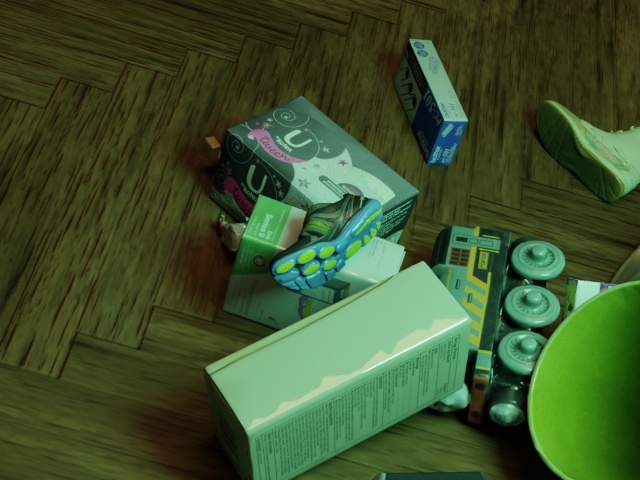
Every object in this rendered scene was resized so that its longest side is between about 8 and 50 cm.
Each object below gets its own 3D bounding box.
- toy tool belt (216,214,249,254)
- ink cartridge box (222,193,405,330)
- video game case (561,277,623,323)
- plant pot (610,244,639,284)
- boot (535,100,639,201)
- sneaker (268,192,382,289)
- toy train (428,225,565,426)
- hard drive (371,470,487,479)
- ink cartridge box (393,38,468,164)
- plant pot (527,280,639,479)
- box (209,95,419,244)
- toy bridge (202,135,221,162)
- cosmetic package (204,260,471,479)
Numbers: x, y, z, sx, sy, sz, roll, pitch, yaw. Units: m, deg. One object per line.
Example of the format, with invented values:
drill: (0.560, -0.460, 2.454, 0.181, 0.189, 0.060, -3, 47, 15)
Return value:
toy tool belt: (-0.112, -0.008, 1.951, 0.051, 0.052, 0.083, 1, 18, -22)
ink cartridge box: (-0.010, 0.051, 1.845, 0.212, 0.154, 0.093, 19, 45, -1)
video game case: (0.434, 0.166, 1.865, 0.232, 0.210, 0.042, 8, 3, -13)
plant pot: (0.594, 0.061, 2.010, 0.229, 0.263, 0.263, 44, 45, 2)
boot: (0.477, -0.168, 2.307, 0.165, 0.077, 0.213, -22, 61, -35)
sneaker: (0.000, 0.000, 1.754, 0.078, 0.067, 0.188, 25, 48, 34)
toy train: (0.230, 0.114, 1.891, 0.190, 0.142, 0.334, 8, 44, 8)
hard drive: (0.140, 0.380, 1.614, 0.172, 0.054, 0.255, 0, 45, -3)
ink cartridge box: (0.178, -0.228, 2.246, 0.046, 0.097, 0.207, 0, 45, -19)
plant pot: (0.457, 0.235, 1.733, 0.293, 0.275, 0.275, 34, 30, -37)
box: (-0.013, -0.069, 1.979, 0.247, 0.142, 0.163, 40, 46, 23)
toy bridge: (-0.096, -0.148, 2.090, 0.188, 0.063, 0.026, -19, 54, -33)
cosmetic package: (0.023, 0.168, 1.674, 0.309, 0.160, 0.113, -25, 55, -19)
